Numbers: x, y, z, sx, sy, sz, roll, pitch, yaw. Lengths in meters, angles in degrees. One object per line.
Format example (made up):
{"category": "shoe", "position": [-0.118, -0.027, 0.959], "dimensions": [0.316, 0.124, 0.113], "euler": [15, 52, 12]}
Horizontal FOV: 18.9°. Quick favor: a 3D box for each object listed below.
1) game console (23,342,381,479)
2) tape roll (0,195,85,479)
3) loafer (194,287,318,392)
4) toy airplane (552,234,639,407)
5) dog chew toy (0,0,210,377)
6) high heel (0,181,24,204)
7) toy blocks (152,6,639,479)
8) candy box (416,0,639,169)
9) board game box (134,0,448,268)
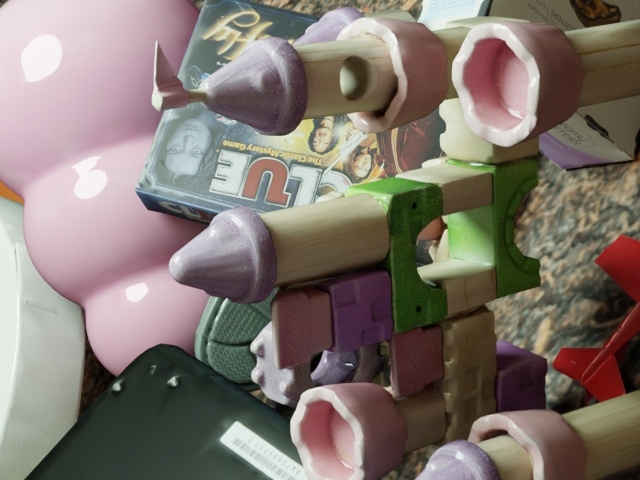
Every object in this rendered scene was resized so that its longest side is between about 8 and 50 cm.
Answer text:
{"category": "game console", "position": [-0.111, 0.257, 1.220], "dimensions": [0.342, 0.060, 0.386], "euler": [-47, 38, -12]}
{"category": "tape roll", "position": [-0.339, 0.139, 1.620], "dimensions": [0.392, 0.072, 0.392], "euler": [-23, 57, 41]}
{"category": "loafer", "position": [0.000, 0.000, 1.431], "dimensions": [0.267, 0.096, 0.084], "euler": [-52, 14, -7]}
{"category": "toy airplane", "position": [0.197, 0.045, 1.178], "dimensions": [0.151, 0.028, 0.151], "euler": [-31, 42, 32]}
{"category": "dog chew toy", "position": [-0.147, -0.039, 1.490], "dimensions": [0.206, 0.206, 0.332], "euler": [-26, 79, 37]}
{"category": "high heel", "position": [-0.321, -0.003, 1.860], "dimensions": [0.127, 0.181, 0.377], "euler": [-40, 49, -15]}
{"category": "toy blocks", "position": [0.012, 0.009, 1.111], "dimensions": [0.309, 0.260, 0.289], "euler": [15, 113, 51]}
{"category": "candy box", "position": [0.161, -0.172, 1.287], "dimensions": [0.070, 0.165, 0.196], "euler": [-6, 57, 49]}
{"category": "board game box", "position": [0.009, -0.072, 1.368], "dimensions": [0.243, 0.042, 0.165], "euler": [14, 73, 14]}
